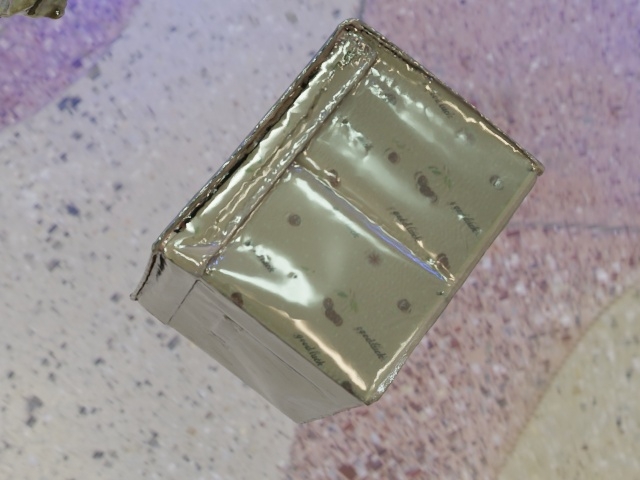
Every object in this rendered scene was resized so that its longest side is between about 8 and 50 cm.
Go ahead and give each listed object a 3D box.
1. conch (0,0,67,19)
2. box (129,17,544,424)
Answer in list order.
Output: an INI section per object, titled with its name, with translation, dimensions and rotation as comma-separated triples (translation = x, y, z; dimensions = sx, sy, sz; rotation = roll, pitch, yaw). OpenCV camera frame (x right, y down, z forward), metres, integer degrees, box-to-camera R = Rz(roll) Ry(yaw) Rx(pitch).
[conch]
translation = -0.120, -0.181, 0.540
dimensions = 0.245, 0.163, 0.178
rotation = 35, 109, 23
[box]
translation = 0.000, 0.000, 1.136
dimensions = 0.190, 0.297, 0.225
rotation = 38, 77, -3
